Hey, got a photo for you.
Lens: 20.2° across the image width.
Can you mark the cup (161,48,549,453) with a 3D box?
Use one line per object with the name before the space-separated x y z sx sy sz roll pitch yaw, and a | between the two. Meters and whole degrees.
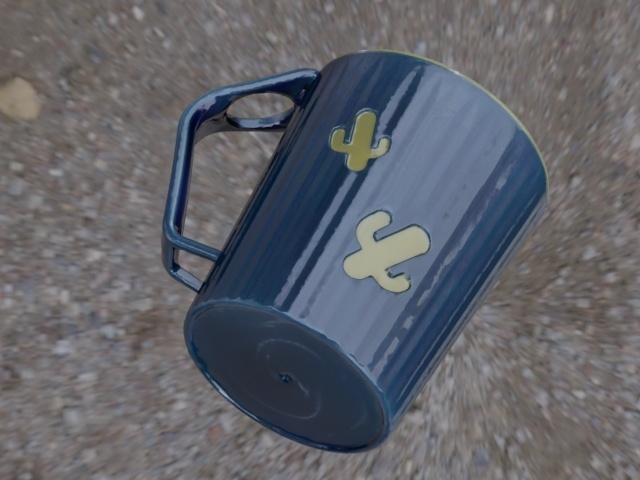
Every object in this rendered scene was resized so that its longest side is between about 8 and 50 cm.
cup | 0.000 0.000 0.850 0.176 0.131 0.155 24 57 11
